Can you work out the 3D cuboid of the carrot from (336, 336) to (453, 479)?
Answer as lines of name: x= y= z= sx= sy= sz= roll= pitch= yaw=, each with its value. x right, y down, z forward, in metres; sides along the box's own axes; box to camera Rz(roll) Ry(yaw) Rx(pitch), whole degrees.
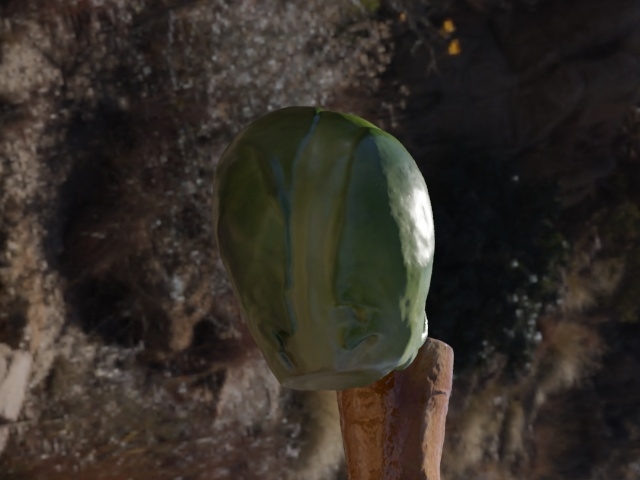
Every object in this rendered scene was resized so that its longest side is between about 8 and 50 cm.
carrot: x=0.114 y=0.290 z=1.527 sx=0.196 sy=0.196 sz=0.254 roll=64 pitch=23 yaw=-68

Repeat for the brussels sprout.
brussels sprout: x=0.000 y=0.000 z=1.295 sx=0.315 sy=0.276 sz=0.371 roll=101 pitch=-20 yaw=-59
